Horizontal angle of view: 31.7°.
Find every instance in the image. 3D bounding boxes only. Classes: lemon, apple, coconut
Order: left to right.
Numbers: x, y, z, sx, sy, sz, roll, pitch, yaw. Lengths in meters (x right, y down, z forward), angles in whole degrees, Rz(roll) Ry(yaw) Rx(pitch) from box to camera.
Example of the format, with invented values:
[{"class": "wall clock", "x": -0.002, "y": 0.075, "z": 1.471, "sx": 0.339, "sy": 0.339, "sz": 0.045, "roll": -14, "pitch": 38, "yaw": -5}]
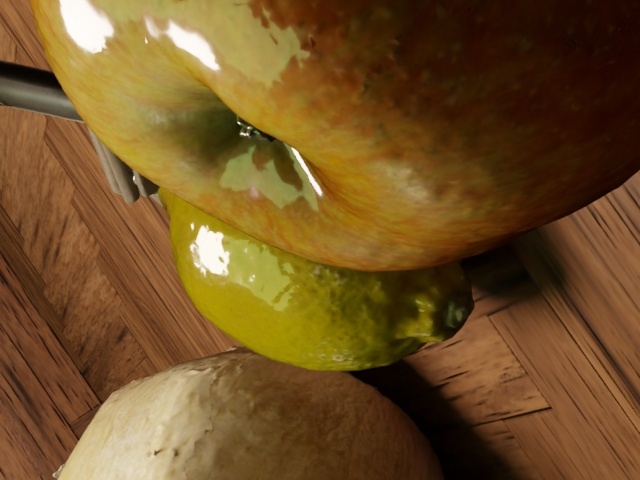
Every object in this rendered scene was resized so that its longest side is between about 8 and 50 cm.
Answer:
[{"class": "coconut", "x": -0.060, "y": 0.273, "z": 1.060, "sx": 0.404, "sy": 0.405, "sz": 0.404, "roll": 44, "pitch": 155, "yaw": 27}, {"class": "lemon", "x": 0.000, "y": 0.000, "z": 0.782, "sx": 0.248, "sy": 0.184, "sz": 0.184, "roll": 24, "pitch": 145, "yaw": 23}, {"class": "apple", "x": 0.008, "y": -0.115, "z": 0.512, "sx": 0.309, "sy": 0.250, "sz": 0.277, "roll": 34, "pitch": 149, "yaw": 38}]

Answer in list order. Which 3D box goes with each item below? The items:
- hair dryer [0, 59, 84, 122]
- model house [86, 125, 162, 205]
[{"class": "hair dryer", "x": -0.327, "y": -0.209, "z": 1.154, "sx": 0.156, "sy": 0.284, "sz": 0.320, "roll": -25, "pitch": 63, "yaw": 51}, {"class": "model house", "x": -0.116, "y": -0.116, "z": 0.929, "sx": 0.188, "sy": 0.122, "sz": 0.229, "roll": 31, "pitch": 144, "yaw": 42}]
